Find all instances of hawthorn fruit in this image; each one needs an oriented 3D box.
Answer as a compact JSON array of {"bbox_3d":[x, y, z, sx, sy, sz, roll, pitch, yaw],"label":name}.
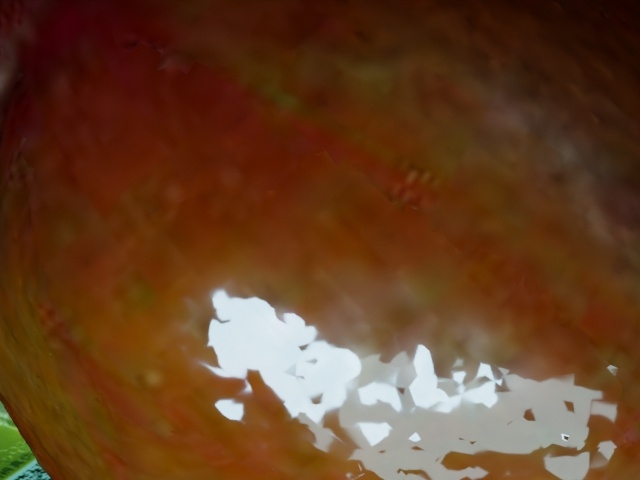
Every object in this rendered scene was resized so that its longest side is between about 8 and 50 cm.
[{"bbox_3d":[0.017,0.000,0.603,0.295,0.295,0.311,-21,123,11],"label":"hawthorn fruit"}]

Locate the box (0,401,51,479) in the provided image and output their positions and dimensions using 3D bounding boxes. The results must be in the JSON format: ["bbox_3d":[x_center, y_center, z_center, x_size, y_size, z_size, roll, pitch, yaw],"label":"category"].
[{"bbox_3d":[-0.136,0.155,0.963,0.173,0.043,0.311,-35,142,28],"label":"box"}]
